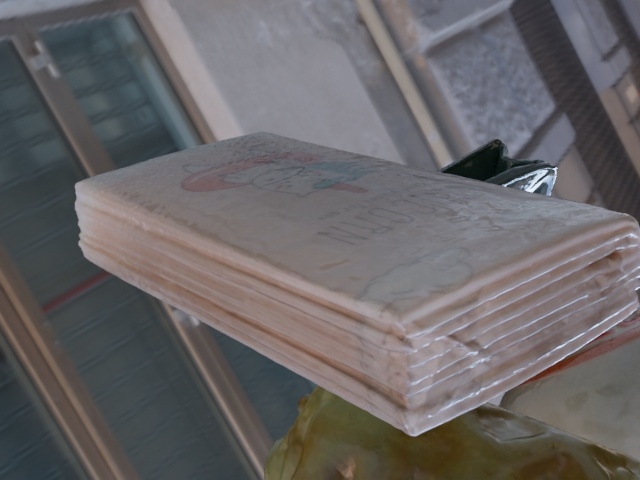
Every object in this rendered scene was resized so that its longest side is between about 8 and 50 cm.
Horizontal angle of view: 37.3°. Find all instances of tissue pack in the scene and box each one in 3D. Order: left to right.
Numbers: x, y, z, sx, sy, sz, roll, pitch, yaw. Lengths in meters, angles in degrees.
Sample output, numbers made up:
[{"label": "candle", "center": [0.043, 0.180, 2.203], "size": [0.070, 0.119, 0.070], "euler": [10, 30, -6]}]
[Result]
[{"label": "tissue pack", "center": [0.000, 0.000, 0.553], "size": [0.170, 0.071, 0.325], "euler": [-18, -158, -34]}]

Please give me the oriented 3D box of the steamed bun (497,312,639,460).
[{"label": "steamed bun", "center": [0.294, 0.170, 0.940], "size": [0.283, 0.177, 0.283], "euler": [-23, 171, -4]}]

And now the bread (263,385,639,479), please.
[{"label": "bread", "center": [0.092, 0.174, 0.598], "size": [0.267, 0.152, 0.130], "euler": [19, -174, 16]}]

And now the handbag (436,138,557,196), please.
[{"label": "handbag", "center": [0.160, 0.050, 1.165], "size": [0.238, 0.326, 0.089], "euler": [-25, -133, -34]}]
